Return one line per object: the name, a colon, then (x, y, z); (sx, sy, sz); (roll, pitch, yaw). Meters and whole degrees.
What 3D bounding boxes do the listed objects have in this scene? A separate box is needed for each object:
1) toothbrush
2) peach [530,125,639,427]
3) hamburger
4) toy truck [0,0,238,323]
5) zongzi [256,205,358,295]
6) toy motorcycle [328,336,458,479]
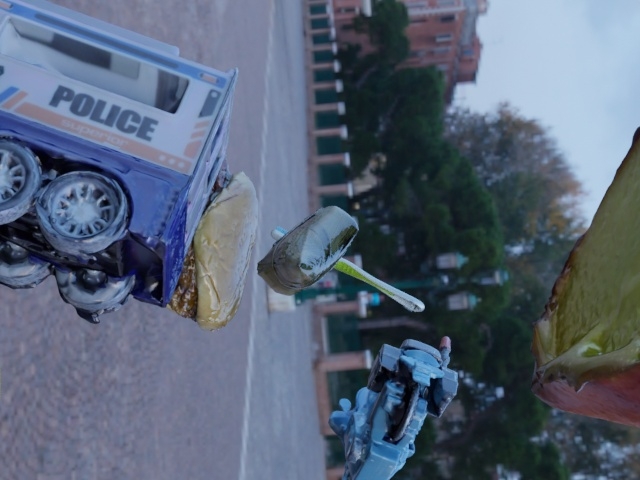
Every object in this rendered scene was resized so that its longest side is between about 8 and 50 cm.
toothbrush: (0.040, 0.046, 1.394); (0.026, 0.263, 0.022); (-54, 170, -50)
peach: (0.318, 0.039, 0.694); (0.257, 0.201, 0.361); (-75, -169, -49)
hamburger: (-0.209, 0.018, 1.635); (0.245, 0.155, 0.282); (-69, 167, -47)
toy truck: (-0.196, -0.070, 0.539); (0.124, 0.268, 0.155); (114, -4, -64)
zongzi: (0.000, 0.000, 0.598); (0.040, 0.076, 0.083); (48, -21, 0)
toy motorcycle: (0.086, 0.228, 1.158); (0.182, 0.124, 0.272); (-70, -177, -51)
